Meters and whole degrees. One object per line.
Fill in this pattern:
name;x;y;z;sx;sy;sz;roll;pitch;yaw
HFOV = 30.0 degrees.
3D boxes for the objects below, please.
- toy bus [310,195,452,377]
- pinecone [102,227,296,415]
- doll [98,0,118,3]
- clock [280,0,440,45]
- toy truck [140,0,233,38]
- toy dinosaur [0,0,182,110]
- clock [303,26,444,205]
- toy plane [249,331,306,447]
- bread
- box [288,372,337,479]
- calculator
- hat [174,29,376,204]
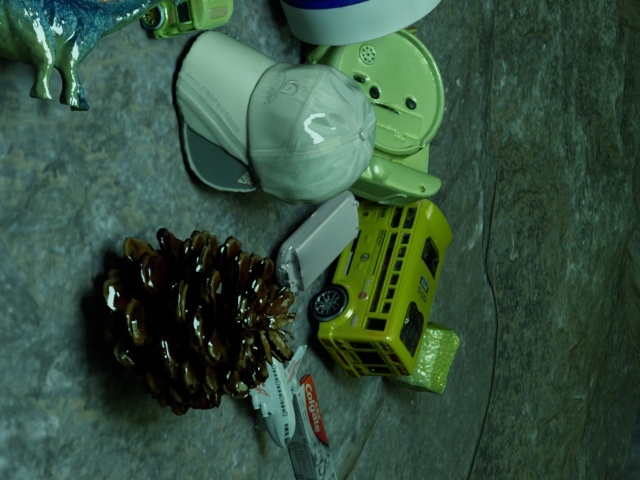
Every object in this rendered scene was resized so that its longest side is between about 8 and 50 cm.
toy bus;0.105;0.040;1.817;0.145;0.151;0.331;54;45;-46
pinecone;-0.131;0.085;1.356;0.221;0.221;0.221;-1;91;-60
doll;-0.243;-0.368;1.259;0.201;0.156;0.303;8;111;-58
clock;0.056;-0.354;1.650;0.230;0.230;0.083;-56;139;-44
toy truck;-0.154;-0.338;1.398;0.085;0.116;0.191;-26;112;-56
toy dinosaur;-0.284;-0.205;1.180;0.363;0.076;0.147;-1;96;-43
clock;0.079;-0.218;1.739;0.235;0.096;0.308;16;73;-28
toy plane;-0.066;0.195;1.607;0.162;0.065;0.171;-16;106;-59
bread;0.162;0.188;1.960;0.129;0.111;0.114;28;70;-59
box;-0.017;0.296;1.719;0.055;0.039;0.218;-41;125;-51
calculator;0.000;0.000;1.695;0.175;0.032;0.100;-46;148;-27
hat;-0.052;-0.168;1.517;0.275;0.161;0.232;36;49;-13
